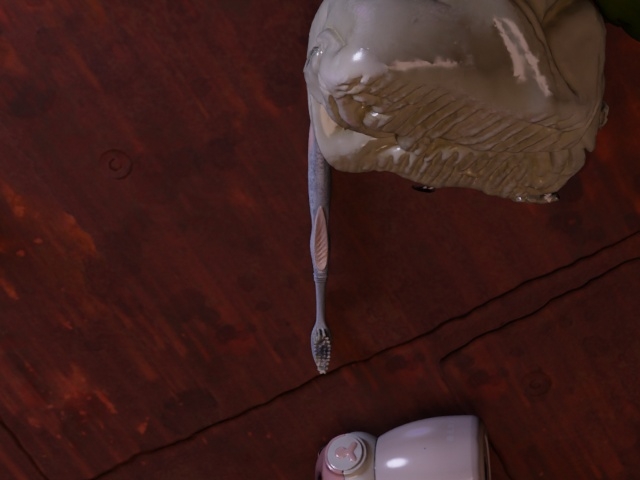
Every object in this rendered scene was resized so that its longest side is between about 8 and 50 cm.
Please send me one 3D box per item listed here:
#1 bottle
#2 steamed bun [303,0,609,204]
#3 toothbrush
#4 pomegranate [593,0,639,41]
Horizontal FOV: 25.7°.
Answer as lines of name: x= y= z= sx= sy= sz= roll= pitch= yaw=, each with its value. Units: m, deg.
bottle: x=0.105 y=0.310 z=1.871 sx=0.236 sy=0.147 sz=0.147 roll=-3 pitch=118 yaw=10
steamed bun: x=0.153 y=-0.203 z=1.541 sx=0.346 sy=0.237 sz=0.394 roll=-6 pitch=158 yaw=34
toothbrush: x=0.000 y=0.000 z=1.763 sx=0.028 sy=0.037 sz=0.375 roll=-2 pitch=115 yaw=-3
pomegranate: x=0.409 y=-0.343 z=1.489 sx=0.236 sy=0.236 sz=0.302 roll=41 pitch=99 yaw=-20
